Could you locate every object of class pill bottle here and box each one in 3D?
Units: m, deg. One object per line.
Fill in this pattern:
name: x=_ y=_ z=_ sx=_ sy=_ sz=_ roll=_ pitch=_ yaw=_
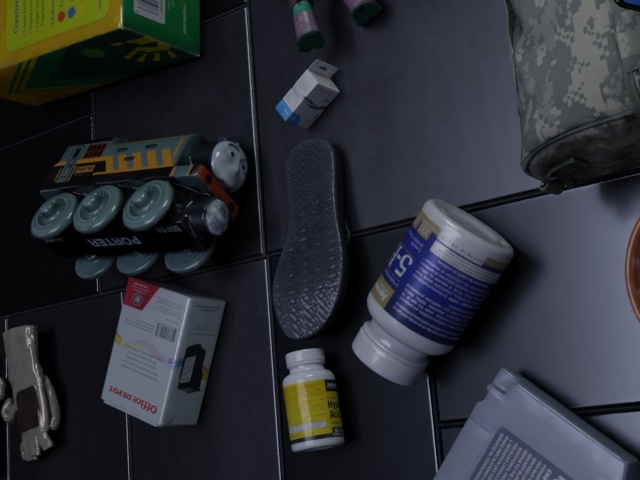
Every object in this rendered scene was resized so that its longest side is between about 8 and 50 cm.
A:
pill bottle: x=-0.011 y=0.191 z=1.213 sx=0.065 sy=0.065 sz=0.116 roll=-20 pitch=72 yaw=34
pill bottle: x=0.116 y=0.060 z=1.106 sx=0.112 sy=0.112 sz=0.187 roll=41 pitch=107 yaw=34

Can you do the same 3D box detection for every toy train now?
toy train: x=-0.249 y=-0.057 z=1.374 sx=0.333 sy=0.142 sz=0.190 roll=-4 pitch=52 yaw=34

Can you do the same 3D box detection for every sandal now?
sandal: x=0.001 y=-0.001 z=1.249 sx=0.097 sy=0.054 sz=0.255 roll=-4 pitch=71 yaw=30

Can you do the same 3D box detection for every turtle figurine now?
turtle figurine: x=-0.020 y=-0.365 z=1.278 sx=0.175 sy=0.118 sz=0.234 roll=-30 pitch=72 yaw=30

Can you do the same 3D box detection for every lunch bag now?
lunch bag: x=0.286 y=-0.218 z=0.954 sx=0.256 sy=0.212 sz=0.305 roll=-17 pitch=70 yaw=37

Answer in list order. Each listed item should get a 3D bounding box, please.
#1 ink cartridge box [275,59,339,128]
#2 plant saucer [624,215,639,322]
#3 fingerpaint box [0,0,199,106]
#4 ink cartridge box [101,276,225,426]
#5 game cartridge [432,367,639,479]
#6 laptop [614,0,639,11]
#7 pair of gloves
ink cartridge box: x=-0.011 y=-0.184 z=1.279 sx=0.083 sy=0.048 sz=0.028 roll=-48 pitch=58 yaw=22
plant saucer: x=0.388 y=0.026 z=0.951 sx=0.200 sy=0.037 sz=0.200 roll=-7 pitch=78 yaw=36
fingerpaint box: x=-0.362 y=-0.460 z=1.516 sx=0.371 sy=0.163 sz=0.445 roll=-9 pitch=78 yaw=35
ink cartridge box: x=-0.213 y=0.149 z=1.369 sx=0.127 sy=0.072 sz=0.175 roll=15 pitch=93 yaw=38
game cartridge: x=0.195 y=0.306 z=1.048 sx=0.196 sy=0.060 sz=0.294 roll=38 pitch=106 yaw=38
laptop: x=0.452 y=-0.350 z=0.755 sx=0.407 sy=0.236 sz=0.382 roll=-16 pitch=60 yaw=40
pair of gloves: x=-0.491 y=0.256 z=1.587 sx=0.240 sy=0.042 sz=0.204 roll=-28 pitch=71 yaw=33
